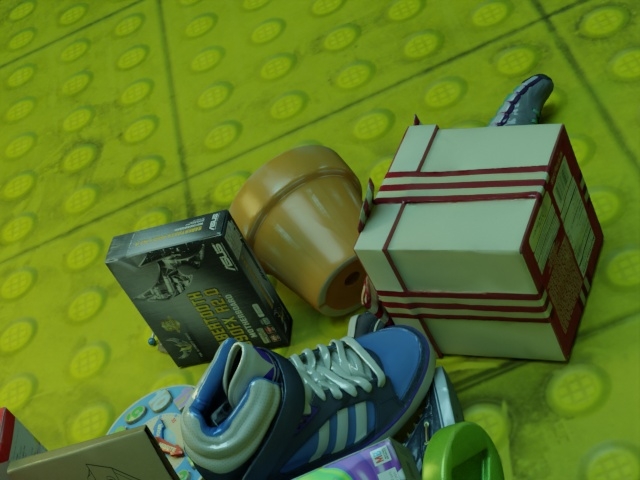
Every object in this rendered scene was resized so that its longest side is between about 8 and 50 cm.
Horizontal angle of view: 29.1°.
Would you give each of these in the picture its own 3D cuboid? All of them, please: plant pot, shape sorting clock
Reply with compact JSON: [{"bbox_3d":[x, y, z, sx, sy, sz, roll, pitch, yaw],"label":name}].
[{"bbox_3d":[0.000,0.000,1.760,0.205,0.205,0.188,-36,57,-7],"label":"plant pot"},{"bbox_3d":[-0.224,0.285,1.702,0.206,0.040,0.206,-16,42,15],"label":"shape sorting clock"}]

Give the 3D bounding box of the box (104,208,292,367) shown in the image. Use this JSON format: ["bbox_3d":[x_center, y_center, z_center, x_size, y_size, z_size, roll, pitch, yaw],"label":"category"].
[{"bbox_3d":[-0.167,0.072,1.739,0.183,0.231,0.056,-13,40,18],"label":"box"}]

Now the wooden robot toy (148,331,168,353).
[{"bbox_3d":[-0.233,0.086,1.881,0.076,0.079,0.173,-12,44,21],"label":"wooden robot toy"}]

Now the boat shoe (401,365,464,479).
[{"bbox_3d":[0.133,0.237,1.521,0.083,0.065,0.183,-20,42,13],"label":"boat shoe"}]

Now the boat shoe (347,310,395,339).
[{"bbox_3d":[0.072,0.168,1.622,0.065,0.075,0.206,-18,37,18],"label":"boat shoe"}]

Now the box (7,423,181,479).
[{"bbox_3d":[-0.281,0.325,1.599,0.201,0.164,0.021,-17,30,15],"label":"box"}]

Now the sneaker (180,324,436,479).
[{"bbox_3d":[-0.015,0.169,1.446,0.323,0.236,0.130,-36,53,-8],"label":"sneaker"}]

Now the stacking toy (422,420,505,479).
[{"bbox_3d":[0.110,0.352,1.256,0.130,0.309,0.279,-13,33,33],"label":"stacking toy"}]

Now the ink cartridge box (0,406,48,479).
[{"bbox_3d":[-0.447,0.307,1.662,0.134,0.231,0.078,-18,41,13],"label":"ink cartridge box"}]

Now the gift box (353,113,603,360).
[{"bbox_3d":[0.194,-0.018,1.596,0.258,0.276,0.255,-1,43,32],"label":"gift box"}]

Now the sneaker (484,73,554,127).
[{"bbox_3d":[0.293,-0.146,1.830,0.098,0.083,0.223,36,75,25],"label":"sneaker"}]

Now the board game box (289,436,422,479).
[{"bbox_3d":[-0.008,0.347,1.398,0.275,0.144,0.142,-24,71,7],"label":"board game box"}]
